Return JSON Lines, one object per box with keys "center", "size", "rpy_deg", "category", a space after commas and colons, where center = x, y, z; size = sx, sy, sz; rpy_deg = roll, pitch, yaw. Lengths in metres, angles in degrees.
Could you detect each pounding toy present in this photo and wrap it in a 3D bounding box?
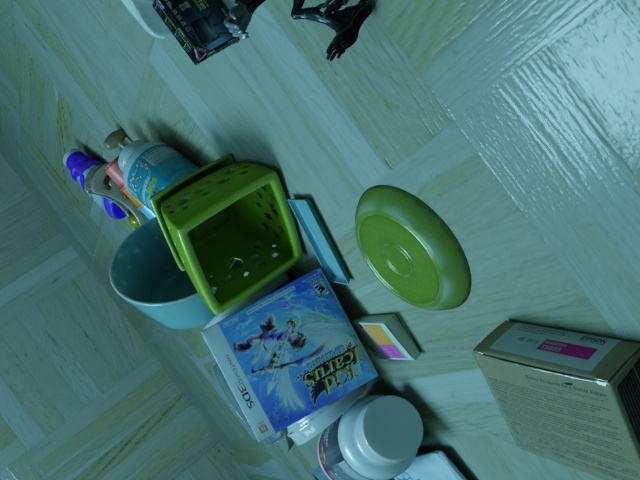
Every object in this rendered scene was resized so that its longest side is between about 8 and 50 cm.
{"center": [-0.515, -0.141, 1.887], "size": [0.154, 0.154, 0.270], "rpy_deg": [5, 128, 57], "category": "pounding toy"}

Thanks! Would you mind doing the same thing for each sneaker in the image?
{"center": [-0.346, -0.460, 1.308], "size": [0.212, 0.080, 0.094], "rpy_deg": [61, 165, -19], "category": "sneaker"}

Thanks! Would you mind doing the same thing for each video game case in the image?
{"center": [-0.060, 0.223, 1.421], "size": [0.244, 0.269, 0.061], "rpy_deg": [61, 177, 3], "category": "video game case"}

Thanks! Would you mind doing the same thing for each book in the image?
{"center": [0.125, 0.189, 1.390], "size": [0.096, 0.035, 0.144], "rpy_deg": [56, 156, -9], "category": "book"}

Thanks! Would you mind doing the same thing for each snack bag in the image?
{"center": [0.298, 0.592, 1.606], "size": [0.323, 0.037, 0.342], "rpy_deg": [49, 155, 6], "category": "snack bag"}

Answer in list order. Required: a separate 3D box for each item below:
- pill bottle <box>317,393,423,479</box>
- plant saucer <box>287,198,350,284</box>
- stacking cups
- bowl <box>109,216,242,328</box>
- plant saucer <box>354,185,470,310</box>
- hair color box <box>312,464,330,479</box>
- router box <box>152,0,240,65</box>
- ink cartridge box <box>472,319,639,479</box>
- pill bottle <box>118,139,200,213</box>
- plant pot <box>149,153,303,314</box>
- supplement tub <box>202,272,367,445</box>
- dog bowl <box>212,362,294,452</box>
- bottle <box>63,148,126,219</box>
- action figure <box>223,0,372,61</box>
{"center": [0.109, 0.435, 1.558], "size": [0.176, 0.176, 0.318], "rpy_deg": [48, 154, 10], "category": "pill bottle"}
{"center": [0.000, 0.000, 1.373], "size": [0.067, 0.018, 0.192], "rpy_deg": [7, 130, 56], "category": "plant saucer"}
{"center": [-0.401, -0.078, 1.774], "size": [0.316, 0.096, 0.096], "rpy_deg": [47, 156, -16], "category": "stacking cups"}
{"center": [-0.307, 0.083, 1.651], "size": [0.311, 0.311, 0.163], "rpy_deg": [30, 148, 39], "category": "bowl"}
{"center": [0.135, 0.023, 1.159], "size": [0.241, 0.037, 0.241], "rpy_deg": [39, 152, 26], "category": "plant saucer"}
{"center": [0.154, 0.717, 1.872], "size": [0.374, 0.113, 0.185], "rpy_deg": [23, 147, 51], "category": "hair color box"}
{"center": [-0.197, -0.358, 1.161], "size": [0.122, 0.092, 0.038], "rpy_deg": [54, 154, -4], "category": "router box"}
{"center": [0.351, 0.222, 0.994], "size": [0.234, 0.088, 0.193], "rpy_deg": [5, 126, 58], "category": "ink cartridge box"}
{"center": [-0.349, -0.131, 1.635], "size": [0.264, 0.146, 0.146], "rpy_deg": [36, 150, 31], "category": "pill bottle"}
{"center": [-0.198, -0.030, 1.438], "size": [0.207, 0.228, 0.227], "rpy_deg": [35, 150, 46], "category": "plant pot"}
{"center": [-0.076, 0.254, 1.567], "size": [0.325, 0.235, 0.235], "rpy_deg": [51, 154, 4], "category": "supplement tub"}
{"center": [-0.179, 0.478, 2.174], "size": [0.348, 0.102, 0.349], "rpy_deg": [39, 151, 27], "category": "dog bowl"}
{"center": [-0.674, -0.180, 2.169], "size": [0.283, 0.092, 0.118], "rpy_deg": [39, 150, 26], "category": "bottle"}
{"center": [-0.072, -0.348, 0.919], "size": [0.275, 0.141, 0.164], "rpy_deg": [38, 162, 24], "category": "action figure"}
